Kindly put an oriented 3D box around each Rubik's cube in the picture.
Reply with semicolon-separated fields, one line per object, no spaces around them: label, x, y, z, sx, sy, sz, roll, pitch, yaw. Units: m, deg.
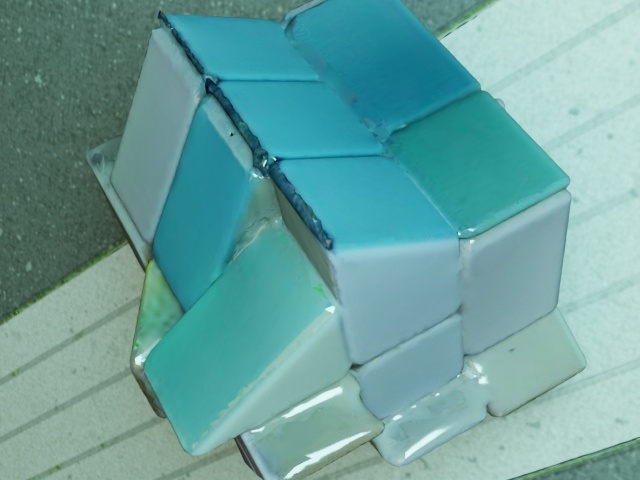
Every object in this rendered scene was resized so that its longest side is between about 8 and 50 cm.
Rubik's cube;0.000;0.000;0.825;0.387;0.358;0.368;56;166;36
